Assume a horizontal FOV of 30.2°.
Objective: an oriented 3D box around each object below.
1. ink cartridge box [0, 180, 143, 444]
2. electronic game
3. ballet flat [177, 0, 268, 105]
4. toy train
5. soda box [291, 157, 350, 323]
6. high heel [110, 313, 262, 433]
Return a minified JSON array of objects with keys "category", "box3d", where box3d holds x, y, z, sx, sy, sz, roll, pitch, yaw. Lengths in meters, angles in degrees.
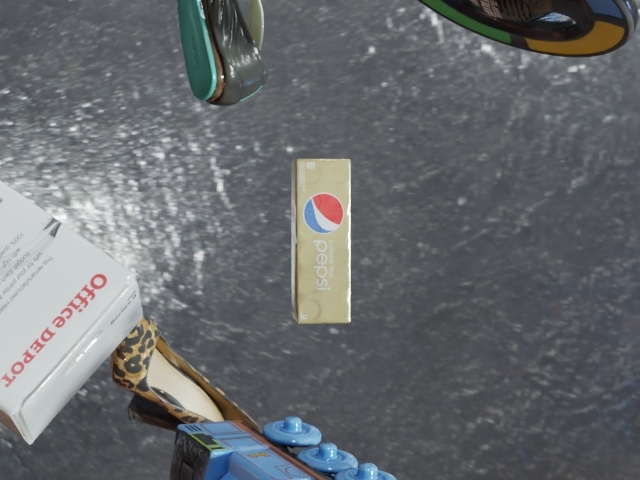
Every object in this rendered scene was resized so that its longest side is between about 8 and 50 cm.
[{"category":"ink cartridge box","box3d":[-0.379,0.062,1.358,0.289,0.121,0.211,34,67,13]},{"category":"electronic game","box3d":[0.157,-0.216,1.005,0.229,0.229,0.048,26,82,-25]},{"category":"ballet flat","box3d":[-0.119,-0.280,1.258,0.096,0.095,0.280,-15,93,-34]},{"category":"toy train","box3d":[-0.025,0.173,0.785,0.105,0.184,0.080,0,101,-31]},{"category":"soda box","box3d":[0.000,0.000,1.310,0.061,0.058,0.181,0,93,-8]},{"category":"high heel","box3d":[-0.165,0.177,1.515,0.186,0.261,0.093,12,53,10]}]
